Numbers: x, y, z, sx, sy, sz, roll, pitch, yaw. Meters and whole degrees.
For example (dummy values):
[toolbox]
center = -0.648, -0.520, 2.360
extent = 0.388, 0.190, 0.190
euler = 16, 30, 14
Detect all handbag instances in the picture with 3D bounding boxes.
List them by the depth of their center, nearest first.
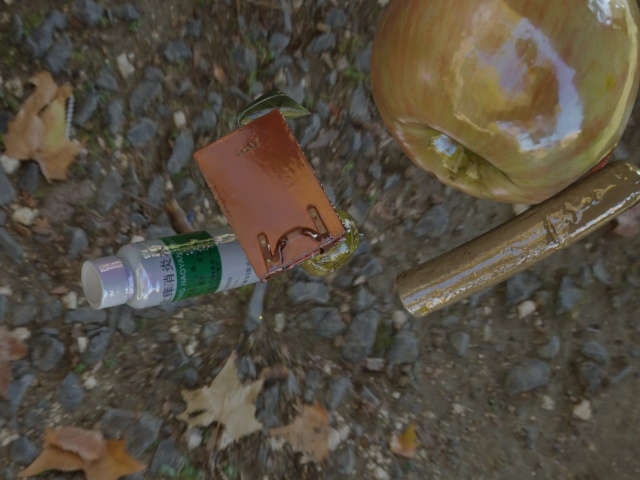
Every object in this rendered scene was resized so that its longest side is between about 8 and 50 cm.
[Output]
[handbag]
center = -0.062, -0.055, 1.221
extent = 0.127, 0.063, 0.190
euler = -27, 80, -3

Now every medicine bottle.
[medicine bottle]
center = -0.202, 0.038, 1.358
extent = 0.260, 0.095, 0.095
euler = -12, 86, -34

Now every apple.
[apple]
center = 0.265, -0.255, 1.365
extent = 0.391, 0.391, 0.346
euler = 28, 80, -1

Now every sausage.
[sausage]
center = 0.226, -0.001, 1.078
extent = 0.301, 0.066, 0.065
euler = -30, 88, 7

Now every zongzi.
[zongzi]
center = -0.087, -0.224, 1.759
extent = 0.104, 0.052, 0.113
euler = -39, 47, -11

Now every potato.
[potato]
center = 0.000, 0.000, 1.795
extent = 0.137, 0.176, 0.137
euler = 5, 72, -16
